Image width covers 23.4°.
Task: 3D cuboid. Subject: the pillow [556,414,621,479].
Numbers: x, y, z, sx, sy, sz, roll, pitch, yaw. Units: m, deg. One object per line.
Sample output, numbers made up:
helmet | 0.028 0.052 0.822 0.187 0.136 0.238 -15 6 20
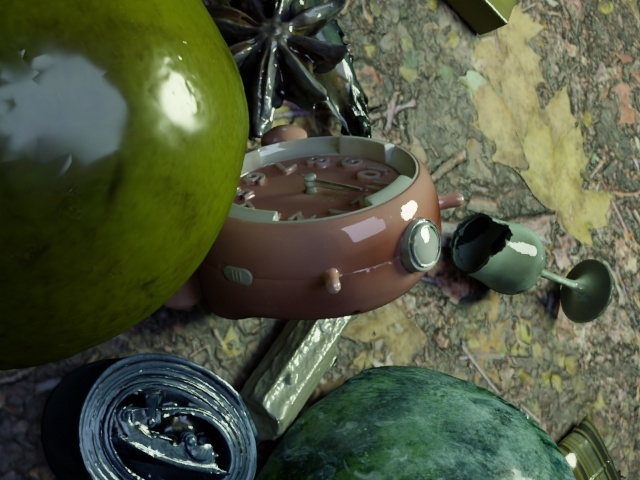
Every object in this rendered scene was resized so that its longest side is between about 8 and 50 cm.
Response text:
pillow | 0.266 0.287 1.692 0.203 0.038 0.113 -35 103 -41

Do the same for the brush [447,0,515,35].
brush | 0.133 -0.342 1.712 0.233 0.047 0.103 39 57 -28

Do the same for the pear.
pear | -0.229 -0.078 1.137 0.413 0.352 0.352 -8 86 -45

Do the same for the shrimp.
shrimp | 0.038 -0.222 1.597 0.198 0.051 0.262 -30 95 -41

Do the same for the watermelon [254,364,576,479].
watermelon | 0.117 0.255 1.466 0.320 0.289 0.214 -28 137 -60

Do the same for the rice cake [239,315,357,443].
rice cake | 0.000 0.087 1.496 0.256 0.052 0.057 -55 148 -35

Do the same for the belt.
belt | -0.139 0.173 1.330 0.190 0.082 0.141 28 68 -32

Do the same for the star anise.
star anise | -0.059 -0.186 1.471 0.180 0.061 0.205 -7 69 -6

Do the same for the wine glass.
wine glass | 0.231 0.030 1.693 0.195 0.079 0.079 21 67 -38

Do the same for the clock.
clock | 0.000 0.000 1.378 0.227 0.241 0.142 -34 122 -44
